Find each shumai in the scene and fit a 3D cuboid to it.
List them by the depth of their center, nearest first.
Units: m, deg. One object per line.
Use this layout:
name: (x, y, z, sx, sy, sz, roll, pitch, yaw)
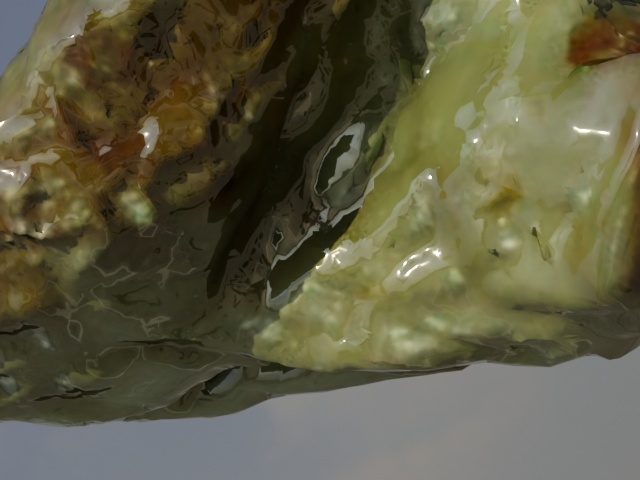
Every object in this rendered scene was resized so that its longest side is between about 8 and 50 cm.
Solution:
shumai: (0.000, 0.000, 0.604, 0.272, 0.203, 0.222, -47, -5, 38)
